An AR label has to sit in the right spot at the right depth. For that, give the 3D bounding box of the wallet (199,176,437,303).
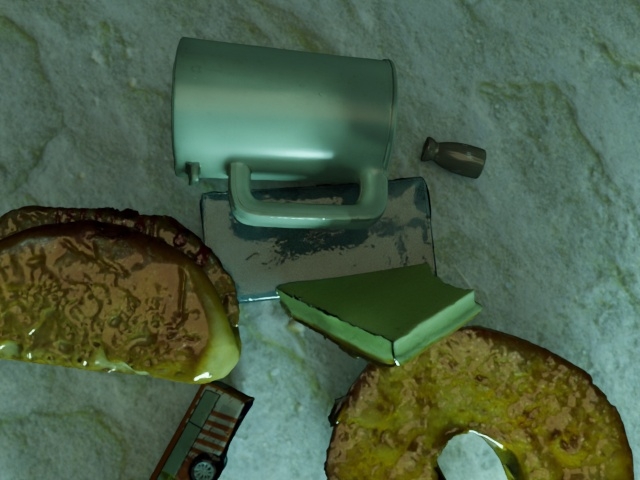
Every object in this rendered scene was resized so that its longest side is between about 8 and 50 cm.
[{"bbox_3d":[0.000,0.000,1.000,0.379,0.046,0.190,-5,84,-5],"label":"wallet"}]

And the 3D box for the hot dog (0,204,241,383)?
[{"bbox_3d":[-0.302,0.062,0.863,0.405,0.185,0.223,9,84,-6],"label":"hot dog"}]

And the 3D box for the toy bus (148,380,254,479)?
[{"bbox_3d":[-0.228,0.405,0.916,0.092,0.093,0.408,28,82,5],"label":"toy bus"}]

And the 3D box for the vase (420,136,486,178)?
[{"bbox_3d":[0.222,-0.141,1.033,0.101,0.053,0.053,16,83,0],"label":"vase"}]

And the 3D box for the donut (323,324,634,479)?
[{"bbox_3d":[0.208,0.310,0.937,0.435,0.163,0.377,-27,86,-6],"label":"donut"}]

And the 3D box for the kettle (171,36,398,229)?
[{"bbox_3d":[-0.054,-0.169,0.915,0.318,0.265,0.205,4,127,-8],"label":"kettle"}]

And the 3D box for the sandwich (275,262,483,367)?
[{"bbox_3d":[0.091,0.091,0.926,0.212,0.245,0.063,-23,120,-35],"label":"sandwich"}]
